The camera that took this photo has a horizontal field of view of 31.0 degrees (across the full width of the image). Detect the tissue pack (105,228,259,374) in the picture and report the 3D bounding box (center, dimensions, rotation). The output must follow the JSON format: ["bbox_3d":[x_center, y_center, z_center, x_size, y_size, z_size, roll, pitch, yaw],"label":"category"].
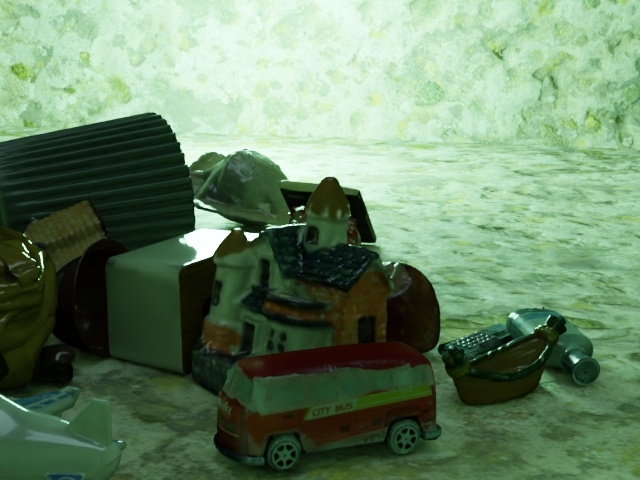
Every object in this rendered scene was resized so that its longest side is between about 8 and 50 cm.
[{"bbox_3d":[-0.187,0.083,1.706,0.136,0.159,0.246,7,15,29],"label":"tissue pack"}]

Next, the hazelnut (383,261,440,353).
[{"bbox_3d":[0.115,0.108,1.705,0.143,0.143,0.154,-4,22,-21],"label":"hazelnut"}]

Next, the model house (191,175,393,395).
[{"bbox_3d":[-0.034,0.062,1.539,0.190,0.300,0.271,-1,12,-41],"label":"model house"}]

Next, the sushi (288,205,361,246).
[{"bbox_3d":[0.000,0.000,2.115,0.124,0.129,0.332,-2,3,-5],"label":"sushi"}]

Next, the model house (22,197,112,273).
[{"bbox_3d":[-0.406,0.058,1.835,0.172,0.166,0.183,-20,35,-17],"label":"model house"}]

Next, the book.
[{"bbox_3d":[0.018,-0.053,2.283,0.160,0.024,0.228,7,-23,15],"label":"book"}]

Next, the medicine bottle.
[{"bbox_3d":[0.343,0.151,1.675,0.090,0.053,0.208,1,16,-12],"label":"medicine bottle"}]

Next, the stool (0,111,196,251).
[{"bbox_3d":[-0.429,-0.064,2.040,0.330,0.297,0.297,-11,18,-29],"label":"stool"}]

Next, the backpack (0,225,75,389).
[{"bbox_3d":[-0.512,0.088,1.547,0.354,0.201,0.378,-3,22,-10],"label":"backpack"}]

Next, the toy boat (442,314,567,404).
[{"bbox_3d":[0.249,0.161,1.555,0.230,0.088,0.089,-11,17,-39],"label":"toy boat"}]

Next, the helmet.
[{"bbox_3d":[-0.348,0.084,1.694,0.106,0.175,0.155,-3,-16,30],"label":"helmet"}]

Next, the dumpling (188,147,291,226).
[{"bbox_3d":[-0.168,-0.104,2.460,0.243,0.175,0.227,-2,16,35],"label":"dumpling"}]

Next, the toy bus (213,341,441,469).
[{"bbox_3d":[0.006,0.188,1.355,0.265,0.119,0.121,-4,13,-23],"label":"toy bus"}]

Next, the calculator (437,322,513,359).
[{"bbox_3d":[0.244,0.152,1.747,0.057,0.018,0.172,14,17,38],"label":"calculator"}]

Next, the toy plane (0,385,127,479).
[{"bbox_3d":[-0.335,0.217,1.221,0.267,0.122,0.267,-1,12,0],"label":"toy plane"}]
